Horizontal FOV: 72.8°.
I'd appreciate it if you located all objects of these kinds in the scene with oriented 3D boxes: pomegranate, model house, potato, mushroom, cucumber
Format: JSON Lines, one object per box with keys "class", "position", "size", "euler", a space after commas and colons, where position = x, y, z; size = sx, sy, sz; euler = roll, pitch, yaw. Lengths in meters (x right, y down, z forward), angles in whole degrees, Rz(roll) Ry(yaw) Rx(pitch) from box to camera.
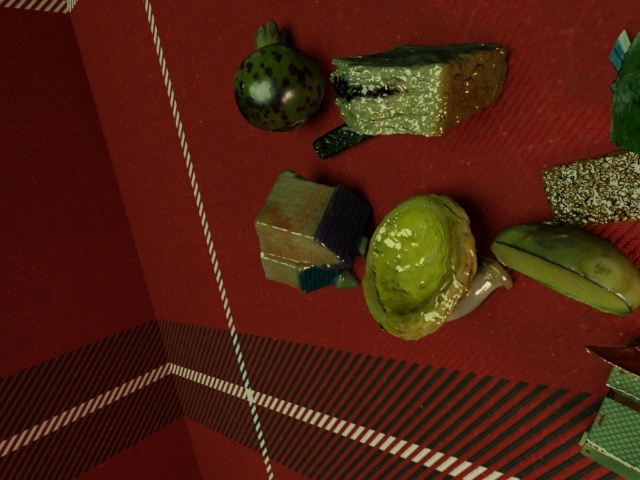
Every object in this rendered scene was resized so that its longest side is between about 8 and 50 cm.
{"class": "pomegranate", "position": [-0.101, -0.442, 1.161], "size": [0.243, 0.242, 0.305], "euler": [6, 79, 44]}
{"class": "model house", "position": [0.566, 0.335, 0.752], "size": [0.178, 0.207, 0.270], "euler": [29, 123, 36]}
{"class": "potato", "position": [0.457, 0.027, 0.805], "size": [0.111, 0.160, 0.272], "euler": [-52, 39, -4]}
{"class": "mushroom", "position": [0.335, 0.113, 0.995], "size": [0.212, 0.088, 0.096], "euler": [-50, 36, 37]}
{"class": "model house", "position": [0.000, 0.000, 1.214], "size": [0.281, 0.245, 0.312], "euler": [14, 146, 13]}
{"class": "cucumber", "position": [0.097, -0.280, 1.107], "size": [0.294, 0.068, 0.067], "euler": [-16, 93, 46]}

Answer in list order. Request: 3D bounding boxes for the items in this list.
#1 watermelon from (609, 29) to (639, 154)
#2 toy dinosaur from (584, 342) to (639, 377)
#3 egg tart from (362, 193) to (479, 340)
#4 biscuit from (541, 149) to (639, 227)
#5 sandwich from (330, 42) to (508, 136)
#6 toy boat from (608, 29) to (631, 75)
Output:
{"class": "watermelon", "position": [0.561, -0.223, 0.568], "size": [0.302, 0.151, 0.263], "euler": [23, 120, 29]}
{"class": "toy dinosaur", "position": [0.607, 0.134, 0.668], "size": [0.328, 0.113, 0.206], "euler": [-5, 62, 46]}
{"class": "egg tart", "position": [0.232, 0.063, 0.975], "size": [0.345, 0.133, 0.345], "euler": [-43, 36, 42]}
{"class": "biscuit", "position": [0.524, -0.094, 0.771], "size": [0.231, 0.025, 0.130], "euler": [-13, 95, 47]}
{"class": "sandwich", "position": [0.167, -0.299, 0.837], "size": [0.262, 0.325, 0.131], "euler": [21, 129, 38]}
{"class": "toy boat", "position": [0.544, -0.297, 0.682], "size": [0.150, 0.034, 0.105], "euler": [-5, 98, 34]}
